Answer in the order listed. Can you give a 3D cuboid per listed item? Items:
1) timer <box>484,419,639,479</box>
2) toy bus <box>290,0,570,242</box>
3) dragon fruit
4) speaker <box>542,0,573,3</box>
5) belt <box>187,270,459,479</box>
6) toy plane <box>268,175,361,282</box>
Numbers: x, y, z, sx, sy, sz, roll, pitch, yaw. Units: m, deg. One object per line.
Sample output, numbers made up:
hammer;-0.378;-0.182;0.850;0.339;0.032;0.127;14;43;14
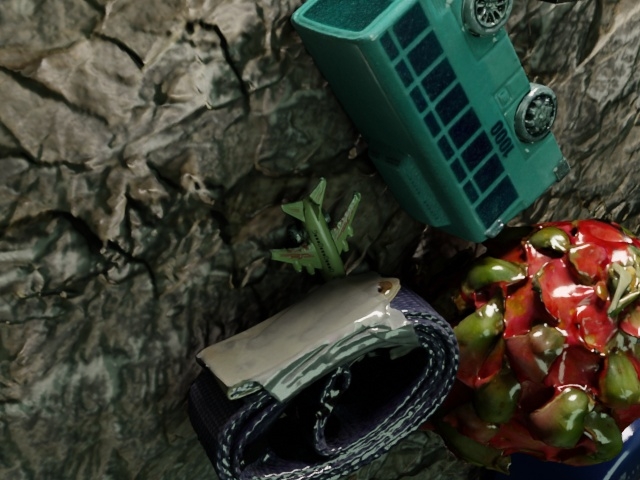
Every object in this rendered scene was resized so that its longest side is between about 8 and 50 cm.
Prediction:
timer;0.409;0.325;1.034;0.270;0.384;0.270;-25;133;-31
toy bus;0.099;-0.121;0.775;0.147;0.128;0.256;-44;128;-10
dragon fruit;0.203;0.105;0.878;0.237;0.303;0.231;-3;74;-49
speaker;0.229;-0.319;0.839;0.046;0.040;0.191;-16;119;-34
belt;-0.003;0.117;0.790;0.231;0.126;0.139;-29;116;-10
toy plane;0.000;0.000;0.813;0.102;0.040;0.111;-32;128;-20
